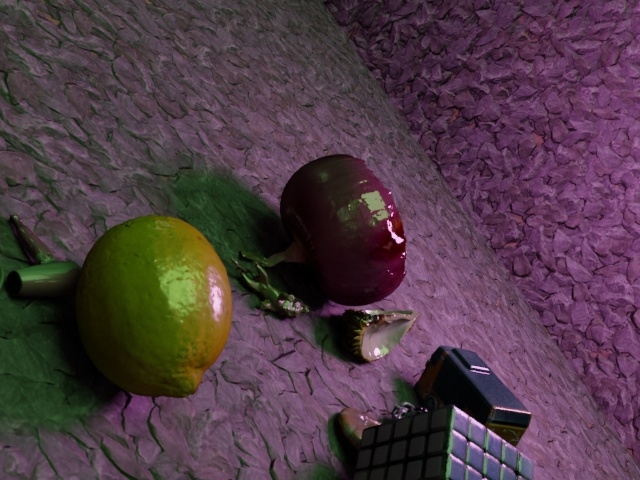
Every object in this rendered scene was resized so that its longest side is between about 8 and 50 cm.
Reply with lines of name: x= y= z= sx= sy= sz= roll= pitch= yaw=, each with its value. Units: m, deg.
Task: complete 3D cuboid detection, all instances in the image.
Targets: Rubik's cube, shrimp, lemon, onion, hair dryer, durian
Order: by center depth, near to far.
lemon: x=-0.248 y=0.094 z=1.093 sx=0.236 sy=0.236 sz=0.263 roll=34 pitch=26 yaw=-33
hair dryer: x=-0.436 y=0.022 z=1.108 sx=0.106 sy=0.054 sz=0.154 roll=4 pitch=41 yaw=-53
Rubik's cube: x=0.207 y=0.461 z=1.294 sx=0.237 sy=0.238 sz=0.237 roll=36 pitch=49 yaw=-25
shrimp: x=0.133 y=0.421 z=1.501 sx=0.254 sy=0.059 sz=0.145 roll=31 pitch=12 yaw=-22
onion: x=0.034 y=-0.009 z=1.687 sx=0.358 sy=0.345 sz=0.358 roll=55 pitch=13 yaw=-19
durian: x=0.131 y=0.196 z=1.717 sx=0.252 sy=0.139 sz=0.144 roll=18 pitch=36 yaw=-50

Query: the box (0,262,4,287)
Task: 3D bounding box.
box: x=-0.602 y=-0.070 z=0.885 sx=0.367 sy=0.090 sz=0.373 roll=4 pitch=51 yaw=-58

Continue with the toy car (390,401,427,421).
toy car: x=0.226 y=0.438 z=1.589 sx=0.191 sy=0.100 sz=0.097 roll=30 pitch=19 yaw=19

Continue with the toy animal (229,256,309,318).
toy animal: x=-0.110 y=0.105 z=1.521 sx=0.220 sy=0.069 sz=0.086 roll=45 pitch=3 yaw=-26

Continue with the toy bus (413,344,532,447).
toy bus: x=0.350 y=0.378 z=1.718 sx=0.139 sy=0.167 sz=0.275 roll=14 pitch=19 yaw=-27
